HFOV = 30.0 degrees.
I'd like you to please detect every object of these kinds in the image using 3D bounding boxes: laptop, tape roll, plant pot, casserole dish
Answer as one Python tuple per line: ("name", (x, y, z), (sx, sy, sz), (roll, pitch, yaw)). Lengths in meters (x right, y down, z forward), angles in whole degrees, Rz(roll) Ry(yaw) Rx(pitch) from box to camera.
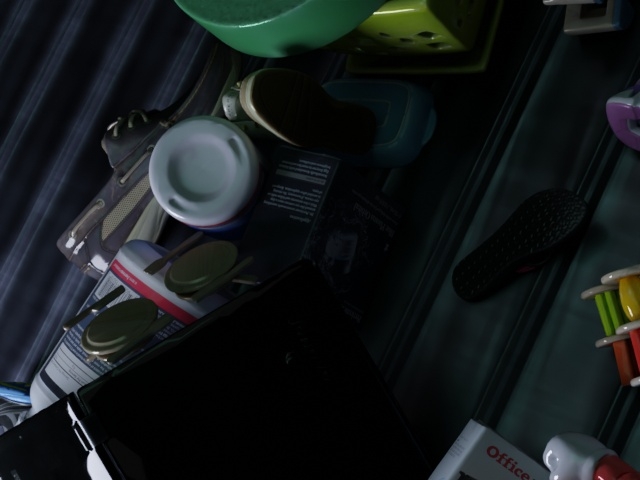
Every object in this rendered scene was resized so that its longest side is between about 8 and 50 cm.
("laptop", (-0.105, 0.290, 1.252), (0.408, 0.236, 0.382), (-31, 88, 48))
("tape roll", (-0.030, -0.360, 1.308), (0.321, 0.077, 0.321), (-13, 65, 29))
("plant pot", (0.098, -0.312, 1.381), (0.227, 0.207, 0.228), (5, 73, 35))
("casserole dish", (0.052, -0.148, 1.450), (0.188, 0.037, 0.114), (6, 74, 37))

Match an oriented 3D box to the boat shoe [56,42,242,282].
("boat shoe", (-0.220, -0.107, 1.525), (0.355, 0.130, 0.132), (-61, 8, -3))

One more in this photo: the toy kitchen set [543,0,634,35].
("toy kitchen set", (0.312, -0.341, 1.275), (0.122, 0.166, 0.207), (-1, 70, 34))

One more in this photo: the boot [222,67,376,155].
("boot", (-0.058, -0.151, 1.368), (0.165, 0.213, 0.077), (14, 90, 38))

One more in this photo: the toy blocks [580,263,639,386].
("toy blocks", (0.301, 0.107, 1.131), (0.054, 0.123, 0.148), (-11, 76, -6))

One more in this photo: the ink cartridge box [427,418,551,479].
("ink cartridge box", (0.150, 0.276, 1.130), (0.127, 0.072, 0.175), (36, 86, 0))

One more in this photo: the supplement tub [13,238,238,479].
("supplement tub", (-0.216, 0.154, 1.401), (0.191, 0.191, 0.272), (34, 91, 39))

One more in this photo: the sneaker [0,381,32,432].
("sneaker", (-0.364, 0.237, 1.555), (0.188, 0.067, 0.078), (12, 99, 35))

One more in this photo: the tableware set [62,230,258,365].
("tableware set", (-0.162, 0.069, 1.259), (0.194, 0.039, 0.128), (-36, 31, -20))

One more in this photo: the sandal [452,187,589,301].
("sandal", (0.216, 0.006, 1.277), (0.179, 0.040, 0.067), (-40, 46, 32))

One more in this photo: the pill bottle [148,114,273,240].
("pill bottle", (-0.114, -0.064, 1.398), (0.124, 0.221, 0.124), (-1, 82, 8))

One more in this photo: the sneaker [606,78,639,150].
("sneaker", (0.406, -0.127, 1.175), (0.236, 0.095, 0.104), (23, 67, 35))

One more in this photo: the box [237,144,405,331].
("box", (0.000, 0.000, 1.344), (0.093, 0.156, 0.158), (16, 80, 36))

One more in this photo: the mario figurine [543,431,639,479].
("mario figurine", (0.290, 0.277, 1.037), (0.321, 0.170, 0.198), (-5, 36, 9))
